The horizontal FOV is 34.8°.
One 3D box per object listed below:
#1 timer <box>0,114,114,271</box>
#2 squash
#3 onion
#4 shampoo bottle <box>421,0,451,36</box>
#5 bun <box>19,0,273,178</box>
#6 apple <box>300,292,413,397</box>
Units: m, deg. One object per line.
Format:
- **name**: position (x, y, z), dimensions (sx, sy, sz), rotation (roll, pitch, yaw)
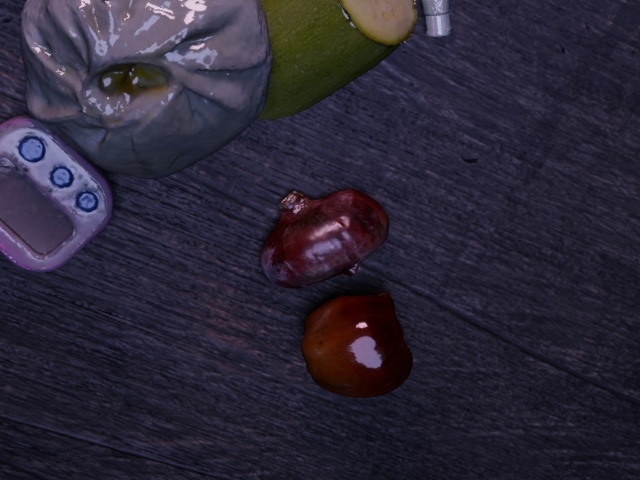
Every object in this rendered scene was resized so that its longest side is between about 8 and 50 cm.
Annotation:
- **timer**: position (-0.415, -0.068, 1.482), dimensions (0.191, 0.069, 0.208), rotation (-40, 108, 9)
- **squash**: position (-0.014, -0.299, 1.462), dimensions (0.260, 0.189, 0.189), rotation (-26, 112, 42)
- **onion**: position (0.000, 0.000, 1.520), dimensions (0.206, 0.098, 0.151), rotation (-34, 109, 7)
- **shampoo bottle**: position (0.156, -0.384, 1.436), dimensions (0.069, 0.041, 0.190), rotation (-10, 109, -7)
- **bun**: position (-0.236, -0.224, 1.347), dimensions (0.355, 0.194, 0.354), rotation (2, 127, 3)
- **apple**: position (0.053, 0.163, 1.557), dimensions (0.158, 0.147, 0.156), rotation (-18, 130, 3)
